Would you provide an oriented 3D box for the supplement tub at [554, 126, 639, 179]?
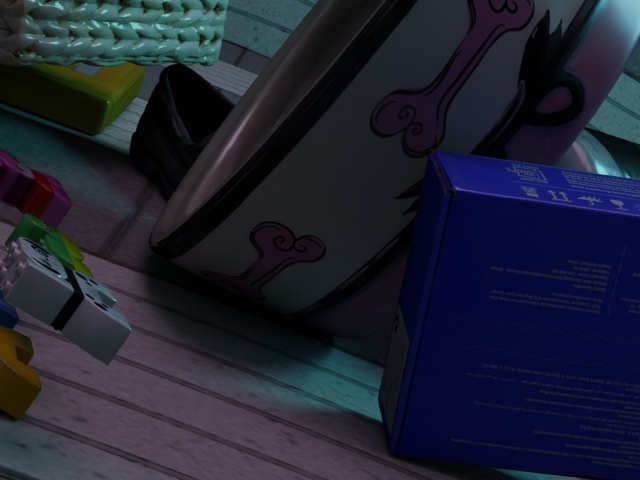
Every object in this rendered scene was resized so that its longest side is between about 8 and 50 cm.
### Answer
[{"bbox_3d":[0.236,0.008,1.245,0.316,0.194,0.193,10,16,-46],"label":"supplement tub"}]

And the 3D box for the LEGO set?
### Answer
[{"bbox_3d":[-0.171,0.013,0.705,0.093,0.087,0.227,33,5,-25],"label":"LEGO set"}]

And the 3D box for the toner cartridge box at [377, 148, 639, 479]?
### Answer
[{"bbox_3d":[0.219,0.057,0.852,0.347,0.165,0.075,8,21,-8],"label":"toner cartridge box"}]

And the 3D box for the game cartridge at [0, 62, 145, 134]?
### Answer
[{"bbox_3d":[-0.337,-0.202,1.556,0.285,0.053,0.324,20,10,-5],"label":"game cartridge"}]

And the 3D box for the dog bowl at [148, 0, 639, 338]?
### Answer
[{"bbox_3d":[0.063,-0.108,1.017,0.150,0.408,0.408,40,8,-10],"label":"dog bowl"}]

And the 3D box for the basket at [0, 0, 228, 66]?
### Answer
[{"bbox_3d":[-0.270,-0.305,1.288,0.328,0.266,0.331,15,12,26],"label":"basket"}]

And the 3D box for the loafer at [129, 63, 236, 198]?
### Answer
[{"bbox_3d":[-0.085,-0.078,1.283,0.109,0.095,0.302,2,18,-31],"label":"loafer"}]
